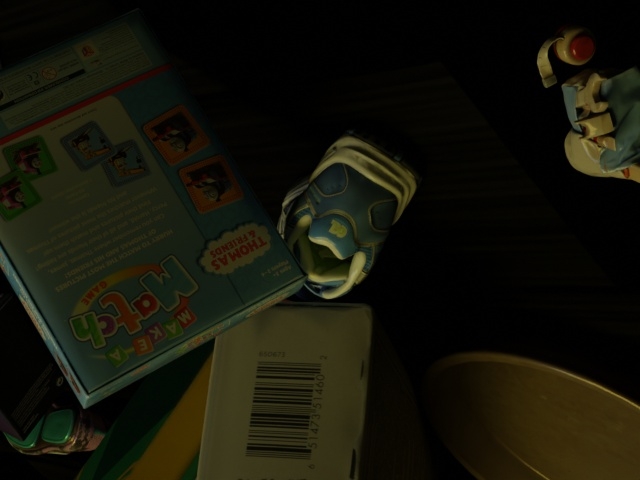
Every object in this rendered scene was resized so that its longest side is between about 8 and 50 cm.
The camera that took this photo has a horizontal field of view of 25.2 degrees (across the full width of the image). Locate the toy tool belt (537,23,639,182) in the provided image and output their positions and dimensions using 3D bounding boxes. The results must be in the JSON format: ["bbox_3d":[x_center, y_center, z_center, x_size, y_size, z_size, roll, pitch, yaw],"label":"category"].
[{"bbox_3d":[0.145,-0.066,0.707,0.083,0.052,0.051,67,167,-22],"label":"toy tool belt"}]

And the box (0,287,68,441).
[{"bbox_3d":[-0.444,0.106,1.658,0.261,0.103,0.184,20,148,28],"label":"box"}]

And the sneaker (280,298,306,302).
[{"bbox_3d":[-0.005,0.077,1.155,0.119,0.047,0.057,23,141,20],"label":"sneaker"}]

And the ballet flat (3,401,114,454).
[{"bbox_3d":[-0.323,0.237,1.786,0.079,0.077,0.221,26,161,-32],"label":"ballet flat"}]

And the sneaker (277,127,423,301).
[{"bbox_3d":[0.000,0.000,0.964,0.080,0.081,0.211,31,156,3],"label":"sneaker"}]

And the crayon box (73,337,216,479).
[{"bbox_3d":[-0.050,0.290,1.258,0.363,0.313,0.106,45,152,-21],"label":"crayon box"}]

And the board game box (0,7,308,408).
[{"bbox_3d":[-0.131,-0.024,0.899,0.211,0.160,0.039,57,158,11],"label":"board game box"}]

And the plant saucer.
[{"bbox_3d":[0.201,0.156,1.045,0.278,0.041,0.278,27,155,14],"label":"plant saucer"}]

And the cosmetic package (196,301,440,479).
[{"bbox_3d":[0.010,0.170,1.064,0.113,0.160,0.309,1,156,13],"label":"cosmetic package"}]

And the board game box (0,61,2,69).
[{"bbox_3d":[-0.290,-0.147,1.123,0.090,0.020,0.090,30,154,10],"label":"board game box"}]
